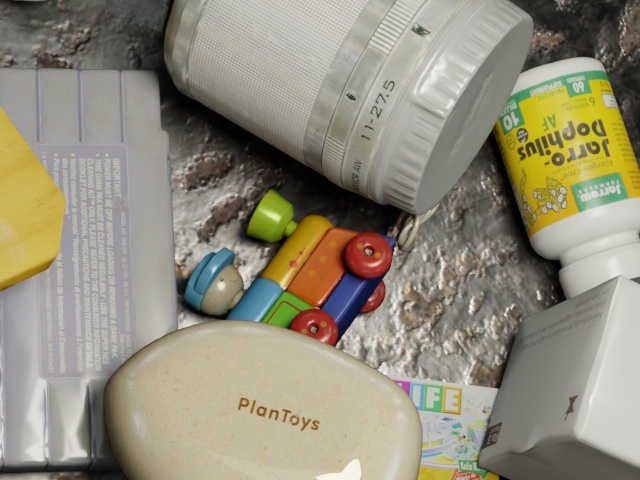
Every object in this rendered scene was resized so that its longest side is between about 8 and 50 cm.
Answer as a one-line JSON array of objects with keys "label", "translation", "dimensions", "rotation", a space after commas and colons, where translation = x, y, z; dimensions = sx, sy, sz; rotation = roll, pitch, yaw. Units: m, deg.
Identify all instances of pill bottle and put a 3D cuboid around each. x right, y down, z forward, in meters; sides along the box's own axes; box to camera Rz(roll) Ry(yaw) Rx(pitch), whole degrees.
[{"label": "pill bottle", "translation": [0.236, -0.053, 1.784], "dimensions": [0.117, 0.117, 0.208], "rotation": [-13, 79, -17]}]

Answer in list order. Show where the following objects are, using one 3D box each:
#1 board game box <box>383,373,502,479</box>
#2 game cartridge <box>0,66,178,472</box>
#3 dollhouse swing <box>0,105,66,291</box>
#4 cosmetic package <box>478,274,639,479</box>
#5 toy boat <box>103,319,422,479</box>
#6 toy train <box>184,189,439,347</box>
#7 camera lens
[{"label": "board game box", "translation": [0.085, 0.176, 1.731], "dimensions": [0.154, 0.026, 0.103], "rotation": [7, 73, -12]}, {"label": "game cartridge", "translation": [-0.239, 0.024, 1.677], "dimensions": [0.230, 0.068, 0.355], "rotation": [2, 75, -18]}, {"label": "dollhouse swing", "translation": [-0.446, 0.001, 1.594], "dimensions": [0.347, 0.315, 0.305], "rotation": [53, 34, 9]}, {"label": "cosmetic package", "translation": [0.358, 0.188, 1.686], "dimensions": [0.385, 0.217, 0.156], "rotation": [26, 70, -13]}, {"label": "toy boat", "translation": [-0.074, 0.221, 1.575], "dimensions": [0.267, 0.148, 0.318], "rotation": [21, 66, 5]}, {"label": "toy train", "translation": [0.000, 0.000, 1.728], "dimensions": [0.143, 0.105, 0.248], "rotation": [32, 69, 10]}, {"label": "camera lens", "translation": [0.018, -0.173, 1.682], "dimensions": [0.274, 0.219, 0.219], "rotation": [31, 69, 13]}]
